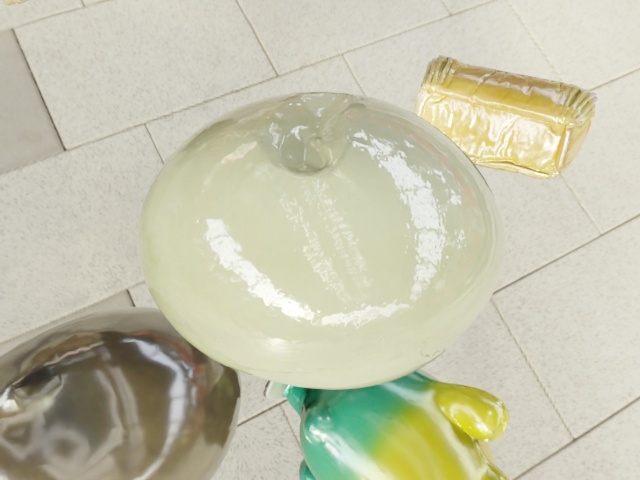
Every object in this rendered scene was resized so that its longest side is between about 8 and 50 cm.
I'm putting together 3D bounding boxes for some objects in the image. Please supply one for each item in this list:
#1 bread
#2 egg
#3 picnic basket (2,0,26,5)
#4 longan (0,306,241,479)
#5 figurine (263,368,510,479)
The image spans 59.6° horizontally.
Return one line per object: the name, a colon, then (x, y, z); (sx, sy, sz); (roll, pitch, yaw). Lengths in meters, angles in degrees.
bread: (0.296, -0.205, 0.938); (0.288, 0.153, 0.119); (18, 37, 19)
egg: (0.000, 0.000, 0.420); (0.269, 0.219, 0.219); (-6, 72, 4)
picnic basket: (-0.402, -0.491, 0.713); (0.175, 0.228, 0.313); (-16, 73, -5)
longan: (-0.264, 0.224, 0.683); (0.349, 0.288, 0.289); (-18, 75, -21)
figurine: (0.088, 0.274, 0.780); (0.340, 0.231, 0.324); (43, 112, 27)
